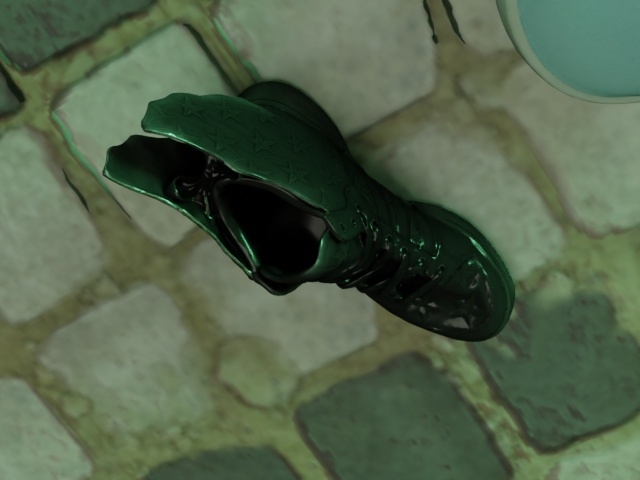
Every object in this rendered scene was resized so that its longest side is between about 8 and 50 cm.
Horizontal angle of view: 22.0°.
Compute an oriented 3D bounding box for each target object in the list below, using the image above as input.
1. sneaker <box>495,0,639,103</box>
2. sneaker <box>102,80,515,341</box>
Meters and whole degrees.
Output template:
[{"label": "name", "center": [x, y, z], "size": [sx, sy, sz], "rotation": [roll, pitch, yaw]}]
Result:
[{"label": "sneaker", "center": [0.208, -0.130, 0.474], "size": [0.366, 0.150, 0.135], "rotation": [-27, 109, 24]}, {"label": "sneaker", "center": [0.002, -0.002, 0.622], "size": [0.170, 0.089, 0.051], "rotation": [40, 119, -11]}]
